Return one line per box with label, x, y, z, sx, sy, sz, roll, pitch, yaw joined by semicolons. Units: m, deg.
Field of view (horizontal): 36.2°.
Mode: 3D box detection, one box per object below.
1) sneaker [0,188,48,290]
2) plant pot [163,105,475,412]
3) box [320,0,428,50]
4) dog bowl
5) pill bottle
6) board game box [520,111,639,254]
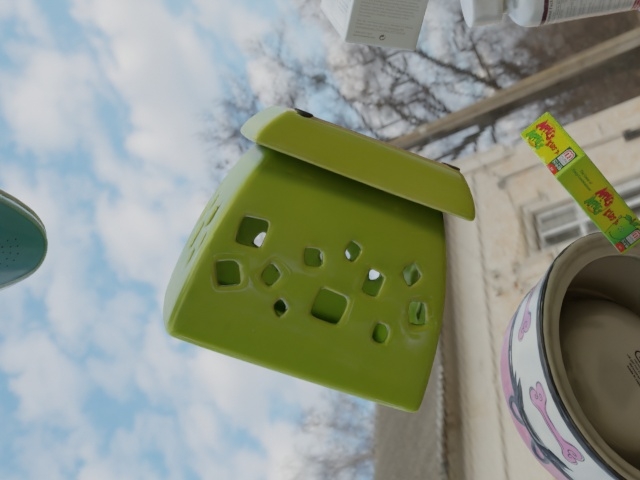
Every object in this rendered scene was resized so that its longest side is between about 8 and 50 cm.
sneaker;-0.309;0.016;0.750;0.319;0.208;0.127;7;-79;-51
plant pot;0.000;0.000;0.878;0.227;0.207;0.228;20;-174;-10
box;0.072;-0.327;1.145;0.130;0.091;0.170;-113;32;-56
dog bowl;0.441;0.200;1.426;0.408;0.150;0.408;13;-122;-22
pill bottle;0.267;-0.302;1.079;0.121;0.221;0.121;-9;-90;-88
board game box;0.314;-0.066;1.160;0.181;0.043;0.092;39;-162;-40
